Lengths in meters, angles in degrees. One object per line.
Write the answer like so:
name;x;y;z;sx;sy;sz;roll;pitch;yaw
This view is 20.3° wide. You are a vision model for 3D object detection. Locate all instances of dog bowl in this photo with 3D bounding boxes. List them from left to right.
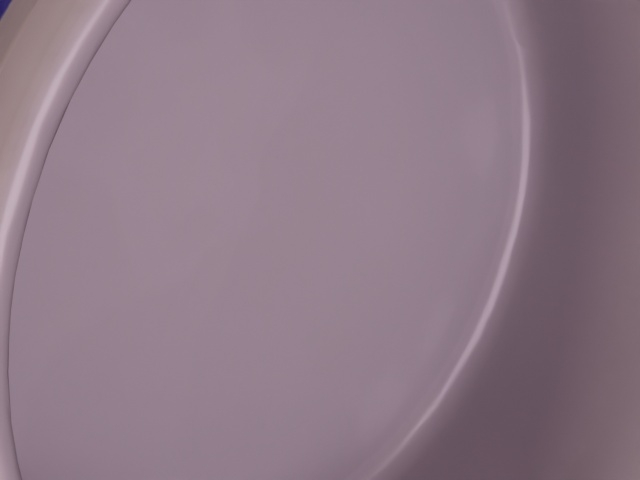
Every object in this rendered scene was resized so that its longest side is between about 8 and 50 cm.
dog bowl;0.000;0.000;0.492;0.265;0.104;0.265;-14;113;-35
